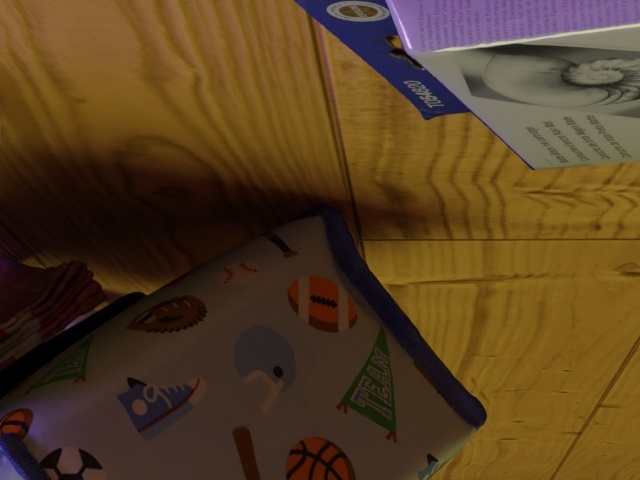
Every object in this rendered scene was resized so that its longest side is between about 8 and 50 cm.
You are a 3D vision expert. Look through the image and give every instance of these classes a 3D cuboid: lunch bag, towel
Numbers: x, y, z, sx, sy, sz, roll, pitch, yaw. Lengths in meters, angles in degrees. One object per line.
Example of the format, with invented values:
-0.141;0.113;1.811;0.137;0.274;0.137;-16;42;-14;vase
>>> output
-0.141;0.175;1.256;0.328;0.239;0.385;-34;180;-39;lunch bag
-0.323;0.110;1.270;0.329;0.037;0.237;-35;-166;-23;towel

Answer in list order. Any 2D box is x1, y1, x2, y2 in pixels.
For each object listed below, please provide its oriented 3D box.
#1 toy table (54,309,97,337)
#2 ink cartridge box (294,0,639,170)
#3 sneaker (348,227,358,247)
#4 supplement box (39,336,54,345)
-0.162;0.167;1.605;0.161;0.274;0.252;9;-156;-11;toy table
0.121;-0.081;0.866;0.224;0.045;0.223;-4;167;22;ink cartridge box
0.000;0.000;1.280;0.037;0.032;0.083;-5;180;-45;sneaker
-0.286;0.185;1.740;0.081;0.188;0.104;-6;166;25;supplement box
